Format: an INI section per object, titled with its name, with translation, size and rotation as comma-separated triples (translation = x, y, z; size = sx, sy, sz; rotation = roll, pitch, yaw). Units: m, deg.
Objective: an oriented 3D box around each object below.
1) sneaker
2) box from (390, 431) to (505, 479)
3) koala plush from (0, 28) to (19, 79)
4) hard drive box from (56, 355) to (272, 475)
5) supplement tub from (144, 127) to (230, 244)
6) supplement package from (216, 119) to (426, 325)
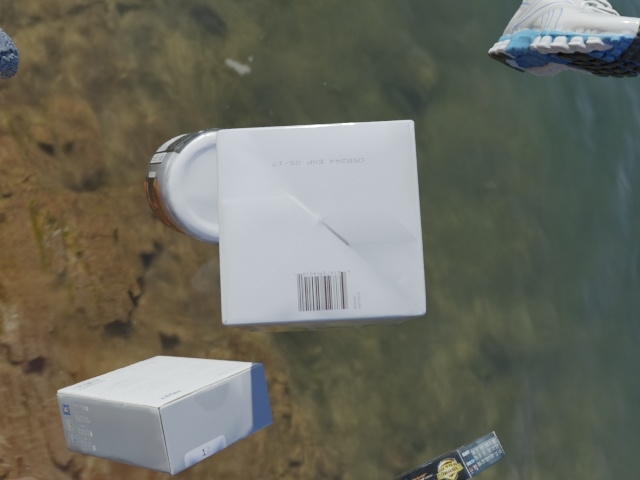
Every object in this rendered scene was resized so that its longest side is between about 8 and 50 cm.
[sneaker]
translation = 0.194, -0.172, 0.571
size = 0.071, 0.191, 0.083
rotation = 17, 100, -19
[box]
translation = 0.209, 0.404, 1.298
size = 0.220, 0.175, 0.051
rotation = 10, 52, -61
[koala plush]
translation = -0.605, -0.280, 1.192
size = 0.196, 0.221, 0.203
rotation = -28, 78, -27
[hard drive box]
translation = -0.214, 0.227, 1.018
size = 0.181, 0.232, 0.089
rotation = -15, 98, -48
[supplement tub]
translation = -0.224, -0.107, 1.437
size = 0.207, 0.338, 0.207
rotation = -2, 95, -20
[supplement package]
translation = 0.000, 0.000, 0.847
size = 0.199, 0.263, 0.198
rotation = -3, 82, 0
